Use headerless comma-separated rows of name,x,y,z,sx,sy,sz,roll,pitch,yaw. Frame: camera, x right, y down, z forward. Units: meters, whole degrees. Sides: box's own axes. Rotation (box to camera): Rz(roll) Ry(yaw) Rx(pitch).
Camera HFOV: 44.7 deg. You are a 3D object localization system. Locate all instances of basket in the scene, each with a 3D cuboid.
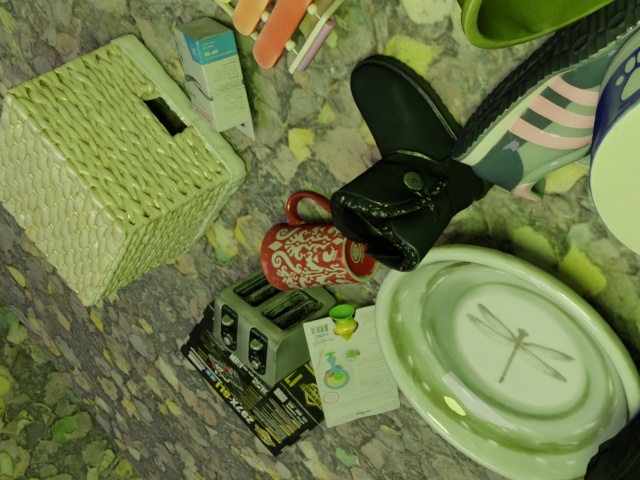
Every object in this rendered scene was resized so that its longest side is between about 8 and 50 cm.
basket,-0.364,-0.114,1.363,0.328,0.266,0.331,49,142,4

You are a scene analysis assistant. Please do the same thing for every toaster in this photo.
toaster,-0.070,0.139,1.351,0.168,0.185,0.110,35,139,33

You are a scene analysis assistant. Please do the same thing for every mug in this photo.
mug,-0.005,0.007,1.215,0.169,0.113,0.150,-3,119,44

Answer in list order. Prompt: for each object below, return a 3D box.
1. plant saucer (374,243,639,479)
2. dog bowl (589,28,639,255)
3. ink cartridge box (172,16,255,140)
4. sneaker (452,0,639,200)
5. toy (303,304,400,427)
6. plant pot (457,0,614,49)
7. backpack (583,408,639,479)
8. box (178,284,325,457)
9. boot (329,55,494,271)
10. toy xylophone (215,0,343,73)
plant saucer,0.261,0.160,1.070,0.400,0.100,0.400,27,137,29
dog bowl,0.372,-0.081,0.669,0.264,0.104,0.265,15,144,11
ink cartridge box,-0.160,-0.236,1.186,0.104,0.060,0.180,41,148,50
sneaker,0.281,-0.150,0.808,0.131,0.112,0.319,34,145,-12
toy,0.054,0.207,1.340,0.056,0.136,0.237,-110,7,-55
plant pot,0.169,-0.389,0.540,0.353,0.366,0.366,60,144,9
backpack,0.395,0.296,0.824,0.213,0.277,0.263,18,145,-5
box,-0.135,0.276,1.606,0.322,0.079,0.257,46,145,7
boot,0.079,-0.099,0.953,0.246,0.207,0.094,48,143,5
toy xylophone,-0.099,-0.356,1.028,0.322,0.081,0.236,44,143,10
